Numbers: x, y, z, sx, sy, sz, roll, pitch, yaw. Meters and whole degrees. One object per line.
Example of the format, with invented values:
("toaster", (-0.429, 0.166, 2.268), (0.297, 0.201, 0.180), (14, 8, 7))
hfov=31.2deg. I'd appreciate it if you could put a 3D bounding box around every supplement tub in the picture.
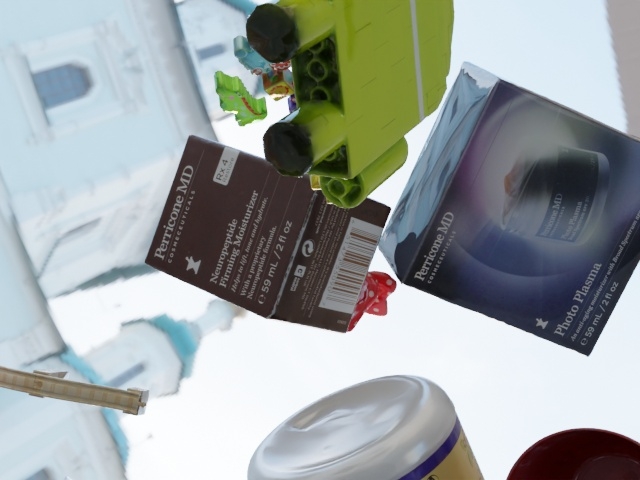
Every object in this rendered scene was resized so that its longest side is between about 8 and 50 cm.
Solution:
("supplement tub", (0.086, 0.341, 1.251), (0.241, 0.241, 0.331), (-14, -74, 38))

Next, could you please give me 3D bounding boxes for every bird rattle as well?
("bird rattle", (0.000, 0.000, 1.567), (0.253, 0.143, 0.207), (41, -41, 50))

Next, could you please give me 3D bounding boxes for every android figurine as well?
("android figurine", (0.034, -0.157, 0.876), (0.056, 0.273, 0.248), (7, -59, 28))

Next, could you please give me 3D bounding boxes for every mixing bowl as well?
("mixing bowl", (0.274, 0.262, 1.102), (0.181, 0.098, 0.182), (1, -89, 28))

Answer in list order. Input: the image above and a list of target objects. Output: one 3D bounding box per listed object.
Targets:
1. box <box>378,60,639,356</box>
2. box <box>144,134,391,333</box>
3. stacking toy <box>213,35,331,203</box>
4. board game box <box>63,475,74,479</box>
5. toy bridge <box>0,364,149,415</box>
("box", (0.278, -0.043, 1.548), (0.294, 0.183, 0.296), (21, -78, -13))
("box", (-0.060, -0.006, 1.346), (0.203, 0.167, 0.169), (21, -88, 34))
("stacking toy", (-0.028, -0.149, 1.012), (0.052, 0.221, 0.167), (-23, -123, 21))
("board game box", (-0.332, 0.569, 1.712), (0.318, 0.066, 0.319), (33, -92, -16))
("toy bridge", (-0.250, 0.132, 1.053), (0.188, 0.063, 0.026), (11, -94, 8))
